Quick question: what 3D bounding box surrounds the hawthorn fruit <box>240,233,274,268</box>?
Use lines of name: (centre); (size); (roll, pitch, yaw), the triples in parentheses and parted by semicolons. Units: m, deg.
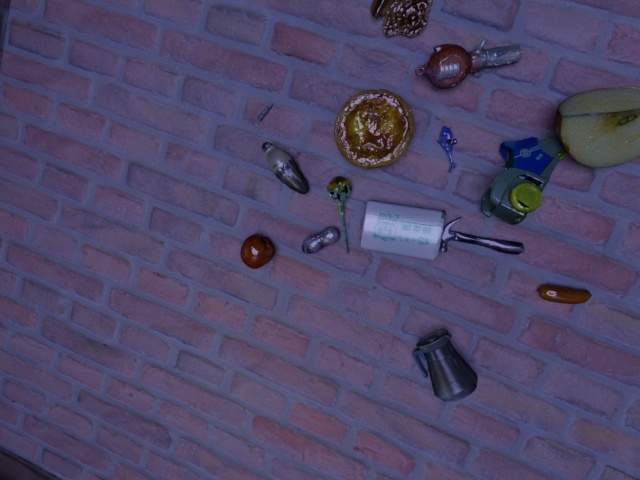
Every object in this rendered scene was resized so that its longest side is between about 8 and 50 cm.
hawthorn fruit: (-0.262, 0.046, 1.641); (0.132, 0.133, 0.138); (39, 114, 5)

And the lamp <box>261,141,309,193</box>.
lamp: (-0.136, -0.279, 1.578); (0.101, 0.101, 0.250); (-40, 91, 15)

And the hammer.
hammer: (0.590, -0.002, 1.484); (0.289, 0.037, 0.137); (11, 102, 12)

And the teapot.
teapot: (0.456, 0.468, 1.529); (0.203, 0.170, 0.225); (-32, 82, 45)

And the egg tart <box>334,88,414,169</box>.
egg tart: (0.195, -0.399, 1.480); (0.289, 0.115, 0.291); (2, 101, 13)

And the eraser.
eraser: (0.304, -0.040, 1.512); (0.289, 0.104, 0.190); (9, 104, 12)

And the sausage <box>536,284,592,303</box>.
sausage: (0.864, 0.194, 1.441); (0.182, 0.054, 0.062); (9, 128, 9)

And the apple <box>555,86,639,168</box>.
apple: (0.903, -0.369, 1.284); (0.345, 0.179, 0.255); (-7, 80, 4)

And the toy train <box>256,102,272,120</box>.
toy train: (-0.218, -0.509, 1.607); (0.017, 0.017, 0.083); (44, 105, 1)

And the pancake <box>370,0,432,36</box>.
pancake: (0.287, -0.847, 1.423); (0.212, 0.056, 0.258); (16, 101, 10)

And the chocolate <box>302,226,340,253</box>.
chocolate: (0.000, 0.000, 1.602); (0.166, 0.072, 0.072); (-28, 91, 15)

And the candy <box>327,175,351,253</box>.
candy: (0.091, -0.096, 1.577); (0.091, 0.083, 0.306); (-11, 104, -3)

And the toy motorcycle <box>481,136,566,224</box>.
toy motorcycle: (0.673, -0.227, 1.376); (0.199, 0.191, 0.327); (29, 84, 15)

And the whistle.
whistle: (0.494, -0.601, 1.380); (0.345, 0.134, 0.143); (-8, 111, 5)

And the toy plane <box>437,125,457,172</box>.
toy plane: (0.459, -0.331, 1.465); (0.062, 0.054, 0.168); (-12, 95, 39)
